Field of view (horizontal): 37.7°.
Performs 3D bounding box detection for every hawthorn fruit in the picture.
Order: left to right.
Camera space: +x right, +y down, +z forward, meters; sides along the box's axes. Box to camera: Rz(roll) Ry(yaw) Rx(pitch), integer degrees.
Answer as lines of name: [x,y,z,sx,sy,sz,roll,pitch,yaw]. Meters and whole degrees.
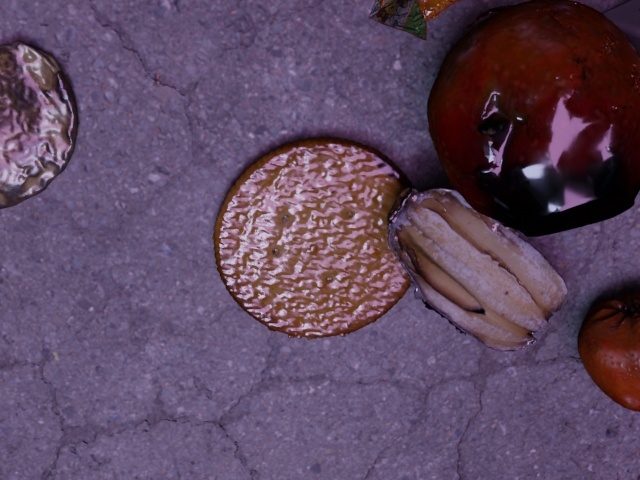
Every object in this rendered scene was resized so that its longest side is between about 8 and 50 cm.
hawthorn fruit: [0.278,-0.146,1.170,0.316,0.316,0.316,-2,110,-7]
hawthorn fruit: [0.479,0.175,1.383,0.179,0.179,0.200,-24,119,1]

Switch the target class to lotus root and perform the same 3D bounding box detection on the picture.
lotus root: [0.204,0.033,1.325,0.167,0.078,0.329,-48,119,2]

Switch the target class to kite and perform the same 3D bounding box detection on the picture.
kite: [0.137,-0.336,1.155,0.006,0.244,0.198,15,64,-34]

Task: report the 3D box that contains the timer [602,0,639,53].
timer: [0.500,-0.232,1.224,0.195,0.192,0.194,-24,111,1]

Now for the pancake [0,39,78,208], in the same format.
pancake: [-0.465,-0.169,1.203,0.288,0.033,0.286,-24,109,1]

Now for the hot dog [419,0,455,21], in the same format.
hot dog: [0.184,-0.345,1.205,0.188,0.072,0.055,-39,89,6]

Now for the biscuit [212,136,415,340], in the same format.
biscuit: [0.000,0.000,1.321,0.305,0.038,0.305,-3,109,-7]
